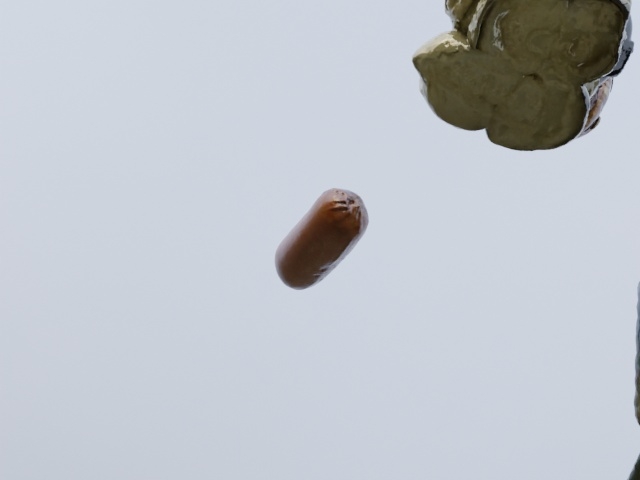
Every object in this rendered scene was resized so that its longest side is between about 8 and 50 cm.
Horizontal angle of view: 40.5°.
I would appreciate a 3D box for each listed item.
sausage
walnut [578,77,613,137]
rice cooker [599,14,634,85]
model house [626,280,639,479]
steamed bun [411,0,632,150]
[{"bbox_3d":[0.000,0.000,1.090,0.076,0.076,0.197,40,-37,-2],"label":"sausage"},{"bbox_3d":[0.352,-0.209,1.226,0.116,0.207,0.116,21,-27,11],"label":"walnut"},{"bbox_3d":[0.259,-0.242,0.972,0.203,0.118,0.142,59,-43,42],"label":"rice cooker"},{"bbox_3d":[0.459,0.225,0.820,0.334,0.342,0.382,8,-55,-3],"label":"model house"},{"bbox_3d":[0.185,-0.188,0.837,0.192,0.106,0.177,5,-50,1],"label":"steamed bun"}]
